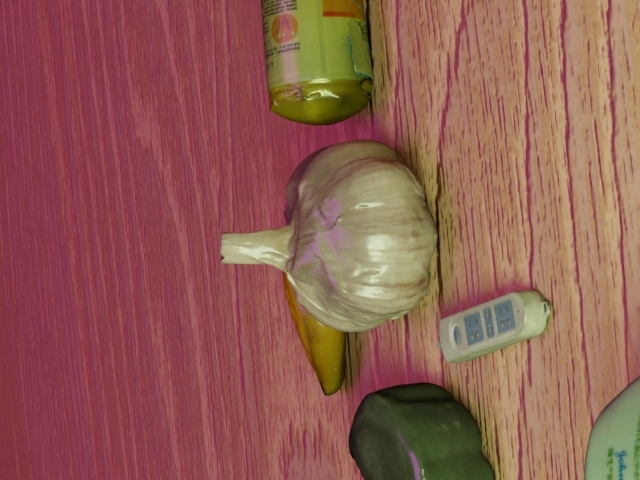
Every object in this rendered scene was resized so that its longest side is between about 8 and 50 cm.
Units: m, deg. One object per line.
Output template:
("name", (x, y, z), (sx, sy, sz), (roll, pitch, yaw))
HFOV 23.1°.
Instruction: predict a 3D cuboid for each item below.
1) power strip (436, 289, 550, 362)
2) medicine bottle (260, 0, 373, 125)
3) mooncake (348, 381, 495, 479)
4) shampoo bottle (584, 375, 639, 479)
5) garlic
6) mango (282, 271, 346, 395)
("power strip", (0.162, 0.084, 1.522), (0.191, 0.030, 0.047), (-30, 66, 60))
("medicine bottle", (-0.007, -0.246, 1.728), (0.124, 0.124, 0.239), (-13, 82, 63))
("mooncake", (0.099, 0.232, 1.584), (0.168, 0.104, 0.175), (-14, 82, 60))
("shampoo bottle", (0.333, 0.167, 1.059), (0.349, 0.151, 0.222), (154, 116, -62))
("garlic", (0.000, 0.000, 1.638), (0.218, 0.212, 0.219), (174, 90, -69))
("mango", (0.000, 0.093, 1.795), (0.101, 0.066, 0.187), (-117, 16, -74))
